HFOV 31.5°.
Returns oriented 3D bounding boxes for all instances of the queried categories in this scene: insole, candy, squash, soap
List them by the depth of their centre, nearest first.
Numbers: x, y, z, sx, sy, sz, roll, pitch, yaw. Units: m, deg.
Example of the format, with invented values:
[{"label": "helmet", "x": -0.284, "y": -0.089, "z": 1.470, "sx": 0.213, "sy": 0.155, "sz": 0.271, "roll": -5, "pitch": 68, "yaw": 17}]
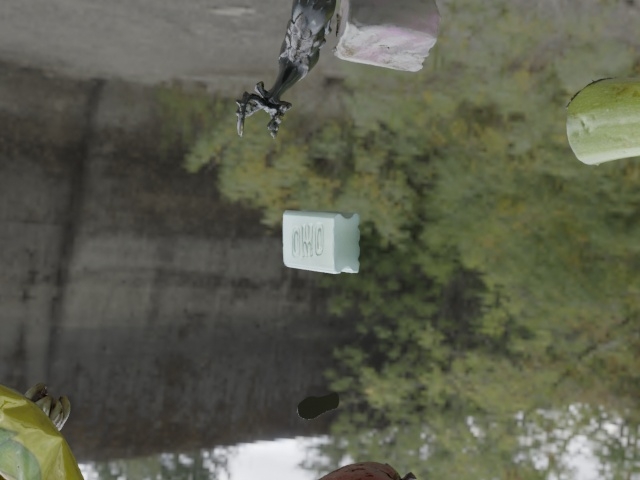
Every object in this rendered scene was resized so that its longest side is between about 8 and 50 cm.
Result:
[{"label": "candy", "x": -0.326, "y": 0.230, "z": 1.255, "sx": 0.081, "sy": 0.297, "sz": 0.187, "roll": -44, "pitch": -174, "yaw": -21}, {"label": "squash", "x": 0.514, "y": -0.193, "z": 1.662, "sx": 0.137, "sy": 0.137, "sz": 0.287, "roll": 3, "pitch": 173, "yaw": -45}, {"label": "candy", "x": 0.124, "y": -0.425, "z": 2.105, "sx": 0.195, "sy": 0.185, "sz": 0.137, "roll": 10, "pitch": 152, "yaw": -5}, {"label": "insole", "x": -0.003, "y": 0.321, "z": 2.210, "sx": 0.002, "sy": 0.045, "sz": 0.135, "roll": -4, "pitch": -178, "yaw": 37}, {"label": "soap", "x": 0.000, "y": 0.000, "z": 2.259, "sx": 0.066, "sy": 0.119, "sz": 0.198, "roll": -1, "pitch": -177, "yaw": -32}]

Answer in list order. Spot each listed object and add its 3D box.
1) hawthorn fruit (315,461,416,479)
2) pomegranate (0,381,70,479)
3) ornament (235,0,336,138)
[{"label": "hawthorn fruit", "x": 0.056, "y": 0.392, "z": 1.548, "sx": 0.185, "sy": 0.202, "sz": 0.185, "roll": 46, "pitch": 176, "yaw": 4}, {"label": "pomegranate", "x": -0.393, "y": 0.282, "z": 1.389, "sx": 0.179, "sy": 0.211, "sz": 0.179, "roll": 7, "pitch": -158, "yaw": -3}, {"label": "ornament", "x": -0.056, "y": -0.266, "z": 1.755, "sx": 0.080, "sy": 0.236, "sz": 0.202, "roll": 27, "pitch": 143, "yaw": 3}]
